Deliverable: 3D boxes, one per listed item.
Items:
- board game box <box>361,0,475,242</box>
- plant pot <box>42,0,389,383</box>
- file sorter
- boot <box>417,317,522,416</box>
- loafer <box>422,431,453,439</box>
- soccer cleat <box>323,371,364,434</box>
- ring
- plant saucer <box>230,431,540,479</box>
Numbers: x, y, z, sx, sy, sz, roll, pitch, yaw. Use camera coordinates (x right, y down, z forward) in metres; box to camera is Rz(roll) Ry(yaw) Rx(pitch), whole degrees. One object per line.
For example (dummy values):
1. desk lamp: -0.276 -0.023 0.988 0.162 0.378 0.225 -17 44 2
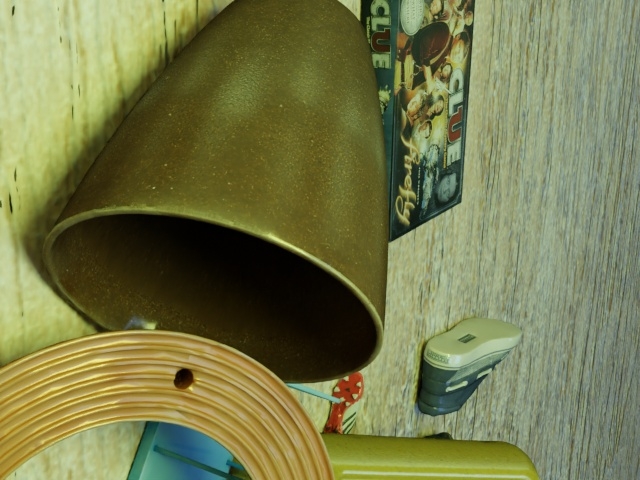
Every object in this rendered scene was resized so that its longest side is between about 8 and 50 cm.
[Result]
1. board game box: 0.096 -0.137 0.996 0.165 0.042 0.243 -27 124 -52
2. plant pot: -0.041 -0.054 0.672 0.215 0.215 0.230 58 40 -50
3. file sorter: -0.069 0.181 0.786 0.118 0.105 0.170 33 72 -58
4. boot: 0.180 0.153 1.233 0.190 0.069 0.086 -10 117 -49
5. loafer: 0.143 0.319 1.230 0.061 0.062 0.170 -3 105 -63
6. soccer cleat: 0.025 0.172 1.013 0.035 0.029 0.083 26 81 -68
7. ring: -0.136 0.217 0.644 0.337 0.032 0.336 -6 103 -30
8. plant saucer: 0.099 0.319 0.859 0.333 0.081 0.332 9 60 -30
